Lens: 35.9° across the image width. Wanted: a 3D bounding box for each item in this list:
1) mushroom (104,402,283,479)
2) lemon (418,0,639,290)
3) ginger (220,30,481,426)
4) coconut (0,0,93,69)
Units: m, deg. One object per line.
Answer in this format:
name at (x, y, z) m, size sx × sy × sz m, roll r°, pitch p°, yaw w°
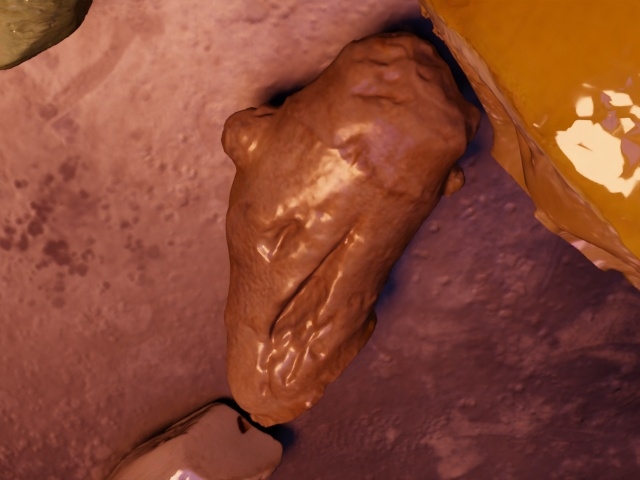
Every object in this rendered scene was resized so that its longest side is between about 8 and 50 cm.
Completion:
mushroom at (-0.154, 0.241, 0.927) m, size 0.247 × 0.108 × 0.096 m, roll -39°, pitch 68°, yaw 16°
lemon at (0.255, -0.137, 0.599) m, size 0.365 × 0.364 × 0.364 m, roll 1°, pitch 116°, yaw 1°
ginger at (0.000, 0.000, 0.788) m, size 0.190 × 0.126 × 0.353 m, roll 12°, pitch 114°, yaw -10°
coconut at (-0.253, -0.229, 0.643) m, size 0.236 × 0.204 × 0.235 m, roll 2°, pitch 135°, yaw 2°
